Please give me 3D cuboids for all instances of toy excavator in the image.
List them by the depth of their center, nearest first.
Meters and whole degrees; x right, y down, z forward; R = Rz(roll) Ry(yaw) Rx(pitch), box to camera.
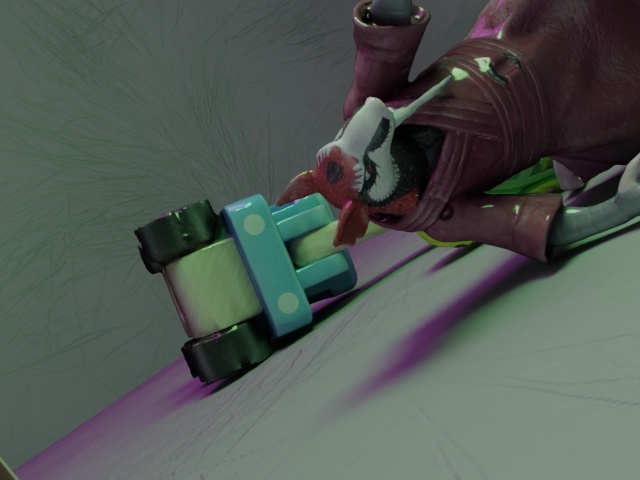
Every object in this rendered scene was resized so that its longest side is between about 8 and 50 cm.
[{"bbox_3d":[0.000,0.000,1.009,0.445,0.222,0.433,-24,0,-15],"label":"toy excavator"}]

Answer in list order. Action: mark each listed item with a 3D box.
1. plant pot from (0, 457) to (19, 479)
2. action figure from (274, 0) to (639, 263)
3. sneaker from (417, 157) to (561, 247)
[{"bbox_3d":[-0.266,0.228,0.526,0.096,0.109,0.109,-48,-8,34],"label":"plant pot"},{"bbox_3d":[0.112,-0.105,0.546,0.370,0.248,0.276,-30,-1,-23],"label":"action figure"},{"bbox_3d":[0.211,-0.112,0.776,0.295,0.123,0.109,-38,34,-12],"label":"sneaker"}]
